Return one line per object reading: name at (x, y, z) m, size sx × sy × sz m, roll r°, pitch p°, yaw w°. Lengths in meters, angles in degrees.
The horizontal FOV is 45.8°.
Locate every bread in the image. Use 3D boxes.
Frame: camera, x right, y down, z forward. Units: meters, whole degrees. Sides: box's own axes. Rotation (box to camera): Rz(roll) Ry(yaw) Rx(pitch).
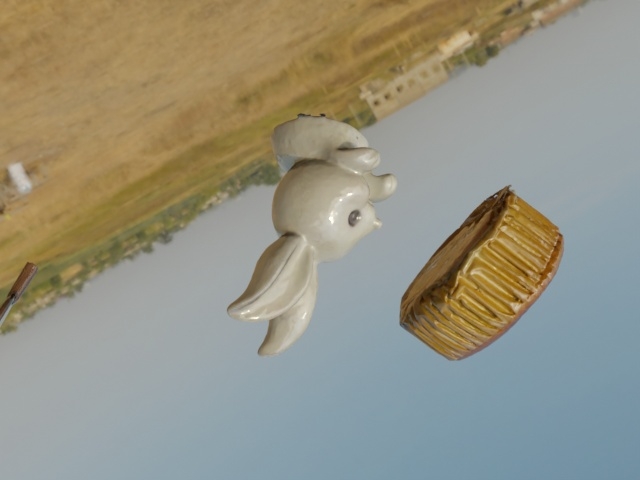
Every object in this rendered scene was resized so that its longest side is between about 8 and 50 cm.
bread at (0.180, 0.042, 0.839) m, size 0.199 × 0.104 × 0.199 m, roll -52°, pitch 180°, yaw 0°

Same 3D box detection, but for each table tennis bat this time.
table tennis bat at (-0.428, 0.131, 1.135) m, size 0.107 × 0.119 × 0.170 m, roll -34°, pitch -151°, yaw 58°

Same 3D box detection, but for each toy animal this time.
toy animal at (0.000, -0.003, 0.700) m, size 0.130 × 0.221 × 0.104 m, roll 4°, pitch 156°, yaw 8°
